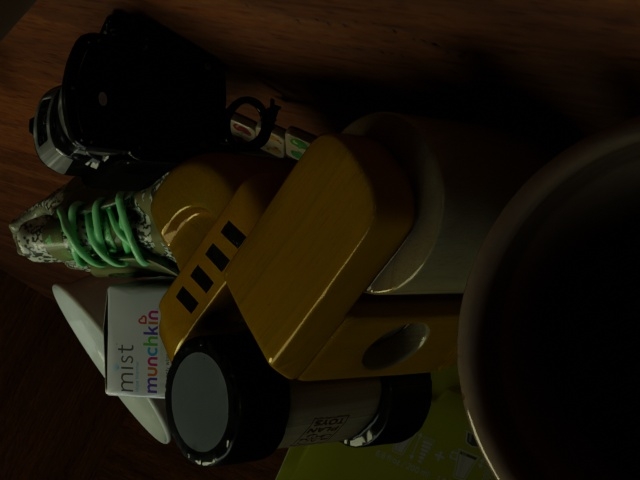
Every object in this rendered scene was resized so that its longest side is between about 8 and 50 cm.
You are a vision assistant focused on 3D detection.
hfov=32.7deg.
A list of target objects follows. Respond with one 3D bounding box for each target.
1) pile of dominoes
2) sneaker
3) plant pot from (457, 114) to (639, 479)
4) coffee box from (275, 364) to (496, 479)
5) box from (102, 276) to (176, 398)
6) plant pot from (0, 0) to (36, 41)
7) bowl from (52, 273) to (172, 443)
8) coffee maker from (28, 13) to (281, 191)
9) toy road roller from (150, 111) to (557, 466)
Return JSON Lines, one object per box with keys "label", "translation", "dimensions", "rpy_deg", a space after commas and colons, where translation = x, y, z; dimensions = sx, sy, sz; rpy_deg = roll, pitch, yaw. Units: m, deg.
{"label": "pile of dominoes", "translation": [0.023, -0.036, 1.017], "dimensions": [0.251, 0.040, 0.196], "rpy_deg": [18, 164, 28]}
{"label": "sneaker", "translation": [-0.219, -0.006, 1.155], "dimensions": [0.410, 0.182, 0.158], "rpy_deg": [-3, 106, 61]}
{"label": "plant pot", "translation": [0.230, 0.064, 0.673], "dimensions": [0.263, 0.263, 0.229], "rpy_deg": [21, -176, 17]}
{"label": "coffee box", "translation": [0.177, 0.246, 1.150], "dimensions": [0.338, 0.338, 0.334], "rpy_deg": [20, 165, 20]}
{"label": "box", "translation": [-0.091, 0.106, 1.243], "dimensions": [0.231, 0.126, 0.262], "rpy_deg": [2, -177, 11]}
{"label": "plant pot", "translation": [-0.277, -0.209, 0.798], "dimensions": [0.109, 0.109, 0.096], "rpy_deg": [18, 152, 28]}
{"label": "bowl", "translation": [-0.270, 0.152, 1.664], "dimensions": [0.298, 0.134, 0.298], "rpy_deg": [46, 160, 22]}
{"label": "coffee maker", "translation": [-0.153, -0.097, 0.943], "dimensions": [0.171, 0.120, 0.178], "rpy_deg": [29, 166, -17]}
{"label": "toy road roller", "translation": [0.000, 0.000, 0.809], "dimensions": [0.202, 0.329, 0.240], "rpy_deg": [2, -132, -41]}
